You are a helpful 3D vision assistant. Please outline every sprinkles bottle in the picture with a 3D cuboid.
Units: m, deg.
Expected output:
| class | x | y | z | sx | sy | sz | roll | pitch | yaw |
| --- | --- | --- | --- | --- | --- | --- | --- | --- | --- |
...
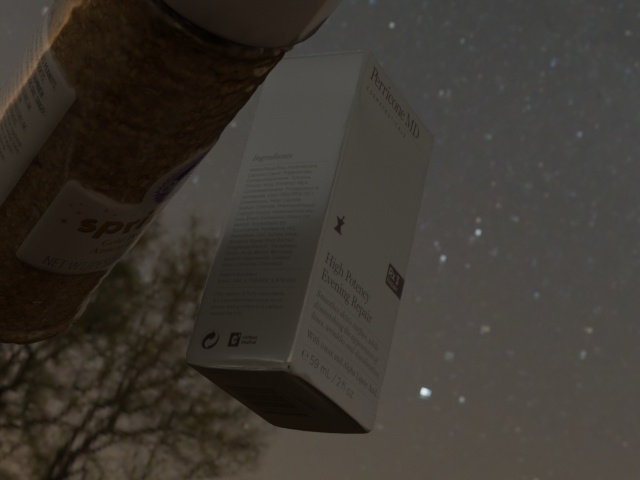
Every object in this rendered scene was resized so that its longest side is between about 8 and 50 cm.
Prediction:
| class | x | y | z | sx | sy | sz | roll | pitch | yaw |
| --- | --- | --- | --- | --- | --- | --- | --- | --- | --- |
| sprinkles bottle | -0.116 | -0.074 | 0.707 | 0.121 | 0.121 | 0.355 | 27 | -45 | -19 |

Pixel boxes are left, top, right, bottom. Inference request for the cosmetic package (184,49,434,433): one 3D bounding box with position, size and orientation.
| class | x | y | z | sx | sy | sz | roll | pitch | yaw |
| --- | --- | --- | --- | --- | --- | --- | --- | --- | --- |
| cosmetic package | 0.000 | 0.000 | 0.836 | 0.085 | 0.231 | 0.117 | 0 | -27 | 31 |
